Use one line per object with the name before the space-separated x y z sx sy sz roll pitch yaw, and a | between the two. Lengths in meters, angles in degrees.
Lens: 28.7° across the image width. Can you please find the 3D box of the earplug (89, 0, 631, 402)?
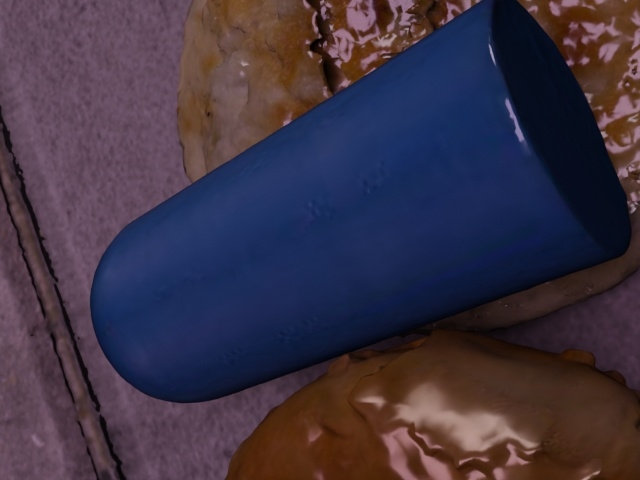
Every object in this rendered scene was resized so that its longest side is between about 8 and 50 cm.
earplug | 0.000 0.000 0.623 0.273 0.132 0.132 -26 75 25

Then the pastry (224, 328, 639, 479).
pastry | 0.093 0.188 0.608 0.316 0.184 0.284 35 111 23

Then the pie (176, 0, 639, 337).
pie | 0.059 -0.099 0.709 0.339 0.077 0.339 -3 84 26
